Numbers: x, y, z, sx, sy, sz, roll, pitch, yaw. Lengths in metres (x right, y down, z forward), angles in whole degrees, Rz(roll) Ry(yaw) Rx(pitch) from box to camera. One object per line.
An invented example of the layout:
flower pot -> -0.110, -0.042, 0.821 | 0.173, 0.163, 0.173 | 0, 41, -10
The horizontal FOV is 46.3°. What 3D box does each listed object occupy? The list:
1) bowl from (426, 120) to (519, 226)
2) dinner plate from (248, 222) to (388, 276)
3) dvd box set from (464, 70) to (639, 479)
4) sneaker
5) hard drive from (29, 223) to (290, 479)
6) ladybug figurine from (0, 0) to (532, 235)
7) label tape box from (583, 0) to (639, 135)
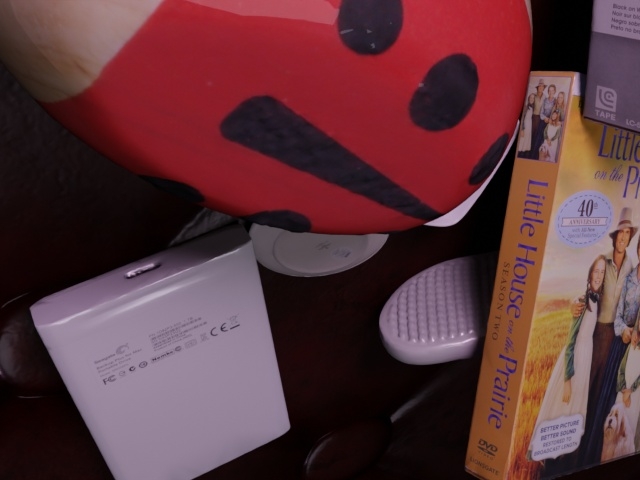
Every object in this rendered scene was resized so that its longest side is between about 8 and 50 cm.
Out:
bowl -> 0.114, -0.089, 0.740 | 0.142, 0.053, 0.142 | 12, 118, -39
dinner plate -> 0.000, 0.000, 0.728 | 0.141, 0.017, 0.141 | -7, 145, -5
dvd box set -> 0.313, 0.045, 0.827 | 0.308, 0.062, 0.420 | 2, 100, -37
sneaker -> 0.236, 0.095, 0.919 | 0.366, 0.135, 0.150 | -17, 129, -21
hard drive -> -0.144, 0.140, 0.771 | 0.203, 0.040, 0.307 | -22, 135, -16
ladybug figurine -> -0.019, -0.121, 0.491 | 0.449, 0.162, 0.305 | 20, 137, -39
label tape box -> 0.351, -0.279, 0.632 | 0.241, 0.106, 0.333 | -24, 125, -26
